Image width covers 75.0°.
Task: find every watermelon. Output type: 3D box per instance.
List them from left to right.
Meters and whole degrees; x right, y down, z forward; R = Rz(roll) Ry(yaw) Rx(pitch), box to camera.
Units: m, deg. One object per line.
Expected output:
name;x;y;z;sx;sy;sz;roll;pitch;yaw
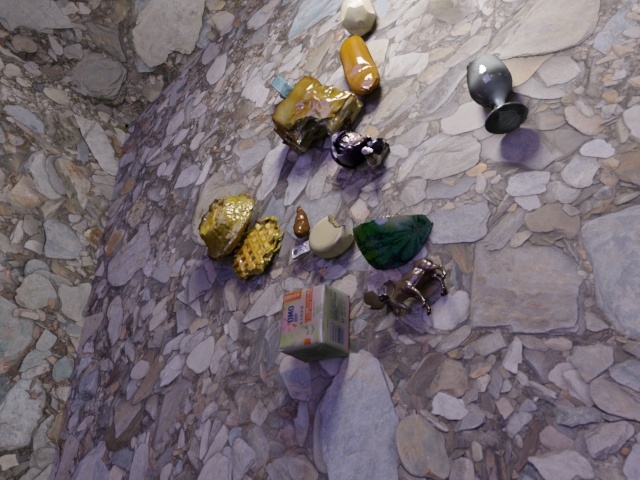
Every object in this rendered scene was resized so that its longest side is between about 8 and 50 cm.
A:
watermelon;0.217;0.009;1.256;0.231;0.128;0.146;-14;75;34

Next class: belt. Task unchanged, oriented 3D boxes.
belt;-0.171;-0.729;2.024;0.082;0.147;0.163;-46;15;15

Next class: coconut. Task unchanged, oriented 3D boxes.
coconut;0.166;-1.006;1.866;0.161;0.161;0.162;-27;42;28

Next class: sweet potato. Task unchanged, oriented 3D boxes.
sweet potato;-0.073;-0.064;1.593;0.068;0.068;0.226;-38;27;20

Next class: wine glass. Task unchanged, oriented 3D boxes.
wine glass;0.511;-0.435;1.228;0.126;0.126;0.241;-25;52;30

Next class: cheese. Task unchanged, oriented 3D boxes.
cheese;0.000;0.017;1.461;0.248;0.070;0.163;-41;43;16

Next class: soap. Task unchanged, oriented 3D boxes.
soap;-0.018;0.256;1.284;0.182;0.138;0.200;-20;54;35

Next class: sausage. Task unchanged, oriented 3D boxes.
sausage;0.162;-0.707;1.722;0.134;0.116;0.354;-20;55;15

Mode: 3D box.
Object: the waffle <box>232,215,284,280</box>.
waffle;-0.268;0.028;1.711;0.262;0.060;0.281;-9;60;39

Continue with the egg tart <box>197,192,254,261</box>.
egg tart;-0.428;-0.078;1.834;0.345;0.132;0.346;-34;39;33

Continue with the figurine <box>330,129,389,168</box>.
figurine;0.132;-0.328;1.524;0.222;0.145;0.146;22;81;36

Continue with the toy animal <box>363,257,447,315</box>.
toy animal;0.241;0.137;1.166;0.214;0.094;0.186;-50;47;-4

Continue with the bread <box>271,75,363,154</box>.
bread;-0.039;-0.523;1.740;0.314;0.191;0.370;-53;44;3
